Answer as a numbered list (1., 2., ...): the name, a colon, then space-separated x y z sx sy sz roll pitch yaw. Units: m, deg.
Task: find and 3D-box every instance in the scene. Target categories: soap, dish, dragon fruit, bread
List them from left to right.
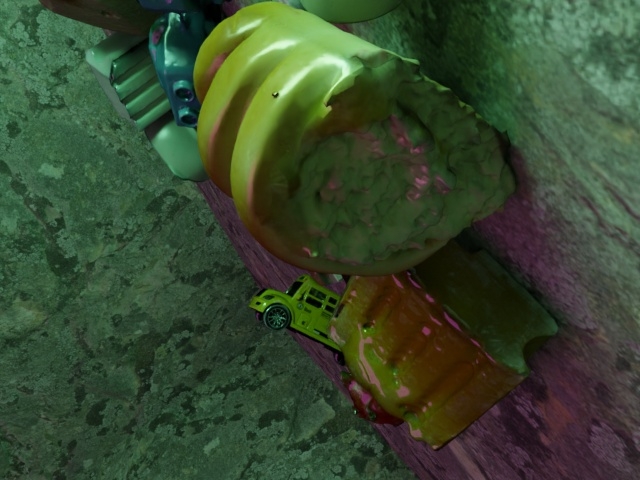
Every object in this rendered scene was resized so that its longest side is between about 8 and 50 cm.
1. soap: -0.281 -0.340 1.058 0.094 0.261 0.150 35 157 30
2. dish: -0.265 -0.233 1.182 0.224 0.078 0.246 36 -147 -43
3. bread: 0.010 -0.088 0.585 0.316 0.211 0.270 19 -165 -50
4. dragon fruit: 0.149 0.342 1.477 0.200 0.198 0.269 -33 70 46
5. soap: 0.147 0.131 0.814 0.259 0.143 0.281 45 147 17

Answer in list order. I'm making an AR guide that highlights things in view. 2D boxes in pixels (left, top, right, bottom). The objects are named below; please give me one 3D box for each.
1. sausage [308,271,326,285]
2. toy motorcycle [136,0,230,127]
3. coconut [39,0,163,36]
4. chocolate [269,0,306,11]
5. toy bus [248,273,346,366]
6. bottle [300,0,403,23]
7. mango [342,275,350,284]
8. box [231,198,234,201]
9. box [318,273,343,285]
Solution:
1. sausage: -0.061 -0.010 1.501 0.304 0.078 0.078 54 167 3
2. toy motorcycle: -0.181 -0.300 0.694 0.416 0.172 0.232 99 173 -57
3. coconut: -0.322 -0.463 0.858 0.328 0.281 0.328 14 134 16
4. chocolate: -0.042 -0.317 0.675 0.167 0.072 0.072 58 166 -17
5. toy bus: 0.003 0.184 1.341 0.331 0.151 0.145 29 171 -12
6. bottle: 0.018 -0.294 0.443 0.110 0.110 0.233 47 164 29
7. mango: 0.126 0.083 1.004 0.267 0.111 0.133 38 140 30
8. box: -0.169 -0.201 1.249 0.135 0.079 0.269 37 142 52
9. box: 0.000 0.000 1.303 0.199 0.081 0.135 52 167 0
